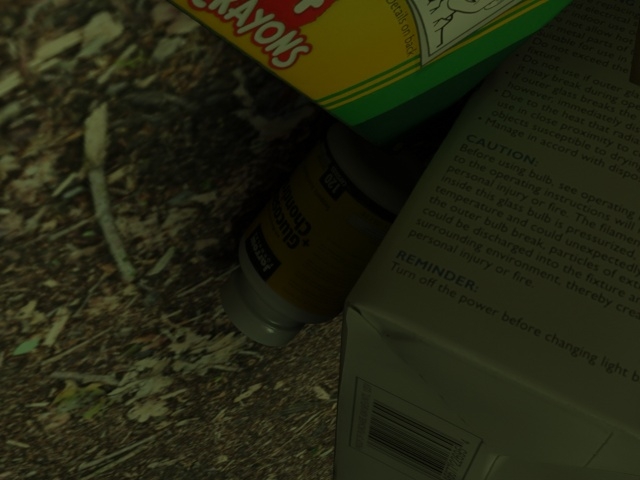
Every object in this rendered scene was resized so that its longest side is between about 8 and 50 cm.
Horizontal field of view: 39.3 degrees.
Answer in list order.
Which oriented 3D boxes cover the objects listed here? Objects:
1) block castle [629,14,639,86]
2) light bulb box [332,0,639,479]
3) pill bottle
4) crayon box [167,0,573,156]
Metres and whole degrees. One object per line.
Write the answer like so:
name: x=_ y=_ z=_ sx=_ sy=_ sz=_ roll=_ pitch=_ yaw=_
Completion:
block castle: x=0.376 y=-0.140 z=0.337 sx=0.454 sy=0.213 sz=0.302 roll=3 pitch=114 yaw=-23
light bulb box: x=0.192 y=0.031 z=0.670 sx=0.361 sy=0.225 sz=0.358 roll=-57 pitch=164 yaw=-28
pill bottle: x=0.000 y=0.000 z=0.707 sx=0.103 sy=0.103 sz=0.184 roll=3 pitch=137 yaw=-49
crayon box: x=0.051 y=-0.220 z=0.387 sx=0.313 sy=0.106 sz=0.363 roll=-40 pitch=152 yaw=15
